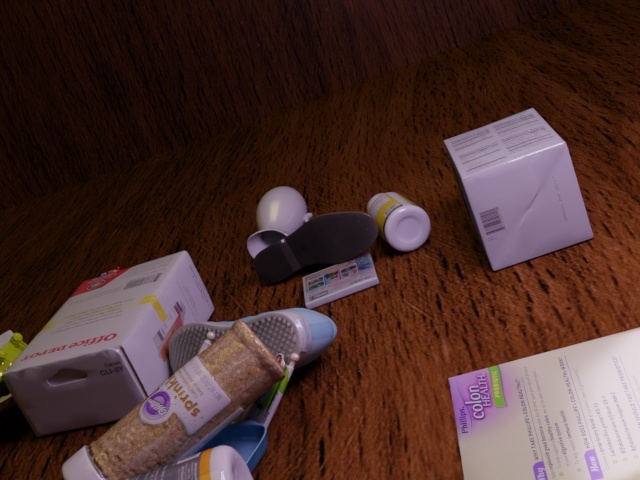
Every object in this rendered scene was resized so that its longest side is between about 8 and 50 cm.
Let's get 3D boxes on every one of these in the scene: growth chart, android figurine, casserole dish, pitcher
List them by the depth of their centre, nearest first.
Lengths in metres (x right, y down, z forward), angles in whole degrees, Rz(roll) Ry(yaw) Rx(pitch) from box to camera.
[{"bbox_3d":[-0.148,0.346,1.321,0.114,0.037,0.188,-10,23,31],"label":"casserole dish"},{"bbox_3d":[-0.149,0.247,1.461,0.237,0.021,0.172,11,75,41],"label":"growth chart"},{"bbox_3d":[-0.669,0.296,1.740,0.273,0.056,0.248,-53,6,29],"label":"android figurine"},{"bbox_3d":[-0.076,-0.042,2.126,0.177,0.126,0.207,3,36,7],"label":"pitcher"}]

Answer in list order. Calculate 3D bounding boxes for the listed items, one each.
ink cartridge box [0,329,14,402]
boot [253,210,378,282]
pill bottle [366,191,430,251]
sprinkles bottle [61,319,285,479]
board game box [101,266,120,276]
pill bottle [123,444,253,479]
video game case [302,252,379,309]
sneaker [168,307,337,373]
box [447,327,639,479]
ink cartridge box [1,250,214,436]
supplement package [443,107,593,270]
[{"bbox_3d":[-0.751,0.321,1.997,0.189,0.066,0.232,-32,44,-25],"label":"ink cartridge box"},{"bbox_3d":[0.000,0.000,1.919,0.305,0.112,0.115,-20,5,27],"label":"boot"},{"bbox_3d":[0.163,-0.048,1.892,0.103,0.103,0.184,-24,20,-6],"label":"pill bottle"},{"bbox_3d":[-0.223,0.278,1.339,0.355,0.121,0.121,-40,24,-9],"label":"sprinkles bottle"},{"bbox_3d":[-0.539,0.097,2.336,0.168,0.033,0.133,-22,20,0],"label":"board game box"},{"bbox_3d":[-0.220,0.383,1.123,0.278,0.162,0.162,-21,20,3],"label":"pill bottle"},{"bbox_3d":[0.040,0.084,1.811,0.157,0.019,0.143,-21,20,4],"label":"video game case"},{"bbox_3d":[-0.122,0.201,1.583,0.366,0.135,0.150,-11,-8,40],"label":"sneaker"},{"bbox_3d":[0.286,0.238,0.984,0.243,0.117,0.214,-17,33,12],"label":"box"},{"bbox_3d":[-0.418,0.204,1.765,0.279,0.160,0.385,-15,21,18],"label":"ink cartridge box"},{"bbox_3d":[0.376,-0.105,1.684,0.198,0.199,0.263,-20,21,8],"label":"supplement package"}]
